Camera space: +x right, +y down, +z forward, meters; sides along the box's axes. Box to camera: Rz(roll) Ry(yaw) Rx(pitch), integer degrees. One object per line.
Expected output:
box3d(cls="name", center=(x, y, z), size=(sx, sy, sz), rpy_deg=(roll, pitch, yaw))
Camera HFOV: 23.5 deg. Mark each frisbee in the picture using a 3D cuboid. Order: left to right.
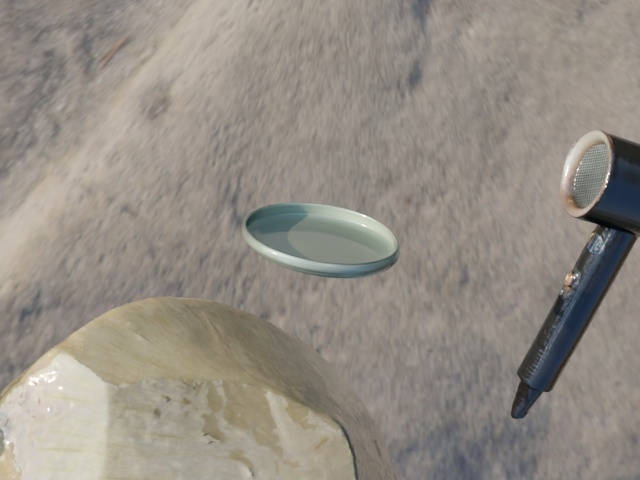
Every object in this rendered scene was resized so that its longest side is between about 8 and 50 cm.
box3d(cls="frisbee", center=(0.000, 0.000, 1.048), size=(0.110, 0.110, 0.014), rpy_deg=(8, 112, -1))

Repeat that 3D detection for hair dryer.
box3d(cls="hair dryer", center=(0.222, 0.040, 1.218), size=(0.128, 0.070, 0.255), rpy_deg=(13, 118, -20))

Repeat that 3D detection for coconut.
box3d(cls="coconut", center=(-0.116, 0.237, 1.271), size=(0.415, 0.344, 0.415), rpy_deg=(4, 146, 2))
